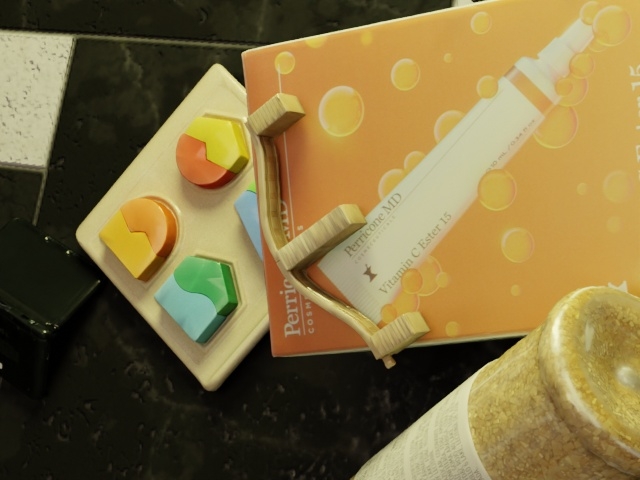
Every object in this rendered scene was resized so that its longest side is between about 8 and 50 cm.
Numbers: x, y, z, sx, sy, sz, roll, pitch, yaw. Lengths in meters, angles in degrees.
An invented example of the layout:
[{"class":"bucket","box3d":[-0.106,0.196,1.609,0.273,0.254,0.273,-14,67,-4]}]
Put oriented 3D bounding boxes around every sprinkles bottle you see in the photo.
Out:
[{"class":"sprinkles bottle","box3d":[0.089,0.165,1.002,0.355,0.121,0.121,-47,57,43]}]

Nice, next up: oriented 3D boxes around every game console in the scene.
[{"class":"game console","box3d":[-0.252,0.058,1.358,0.122,0.071,0.107,30,123,31]}]

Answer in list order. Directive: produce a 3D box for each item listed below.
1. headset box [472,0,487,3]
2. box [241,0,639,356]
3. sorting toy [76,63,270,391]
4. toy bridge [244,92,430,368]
[{"class":"headset box","box3d":[0.239,-0.280,1.068,0.293,0.110,0.218,-8,74,27]},{"class":"box","box3d":[0.144,-0.044,1.057,0.345,0.168,0.215,-8,85,27]},{"class":"sorting toy","box3d":[-0.089,-0.015,1.270,0.193,0.038,0.208,-49,61,10]},{"class":"toy bridge","box3d":[0.000,0.000,1.020,0.063,0.026,0.188,-36,74,25]}]
